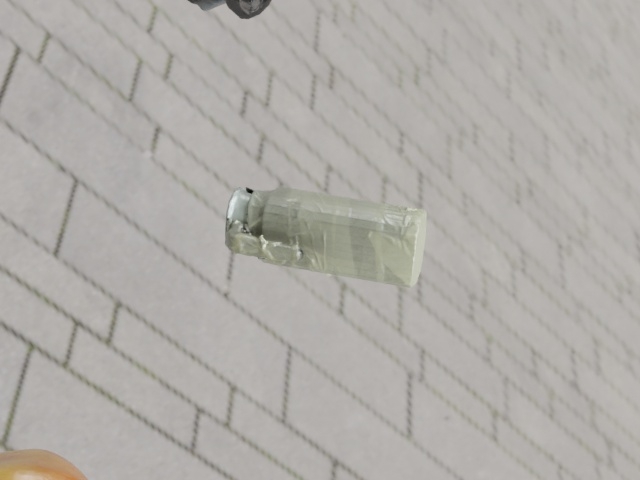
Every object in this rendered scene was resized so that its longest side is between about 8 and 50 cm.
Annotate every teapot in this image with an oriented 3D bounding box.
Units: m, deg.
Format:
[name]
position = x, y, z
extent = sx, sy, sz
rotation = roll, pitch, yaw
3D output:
[teapot]
position = 0.000, 0.000, 1.274
extent = 0.107, 0.200, 0.077
rotation = -57, 154, -61

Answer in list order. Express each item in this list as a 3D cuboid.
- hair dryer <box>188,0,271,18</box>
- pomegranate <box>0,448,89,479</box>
[hair dryer]
position = -0.034, -0.244, 1.025
extent = 0.091, 0.235, 0.271
rotation = 37, 25, -26
[pomegranate]
position = -0.304, 0.309, 1.279
extent = 0.209, 0.209, 0.209
rotation = 37, 37, -34
